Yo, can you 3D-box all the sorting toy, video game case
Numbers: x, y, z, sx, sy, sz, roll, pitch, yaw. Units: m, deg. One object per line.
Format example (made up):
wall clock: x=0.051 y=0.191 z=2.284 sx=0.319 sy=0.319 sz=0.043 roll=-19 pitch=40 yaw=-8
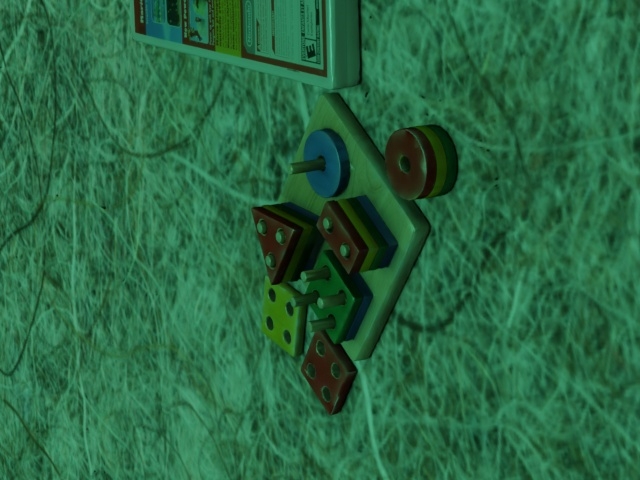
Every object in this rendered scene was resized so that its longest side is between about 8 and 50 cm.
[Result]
sorting toy: x=0.000 y=0.000 z=1.268 sx=0.132 sy=0.046 sz=0.274 roll=57 pitch=142 yaw=32
video game case: x=-0.062 y=-0.225 z=1.320 sx=0.285 sy=0.025 sz=0.204 roll=20 pitch=116 yaw=54
